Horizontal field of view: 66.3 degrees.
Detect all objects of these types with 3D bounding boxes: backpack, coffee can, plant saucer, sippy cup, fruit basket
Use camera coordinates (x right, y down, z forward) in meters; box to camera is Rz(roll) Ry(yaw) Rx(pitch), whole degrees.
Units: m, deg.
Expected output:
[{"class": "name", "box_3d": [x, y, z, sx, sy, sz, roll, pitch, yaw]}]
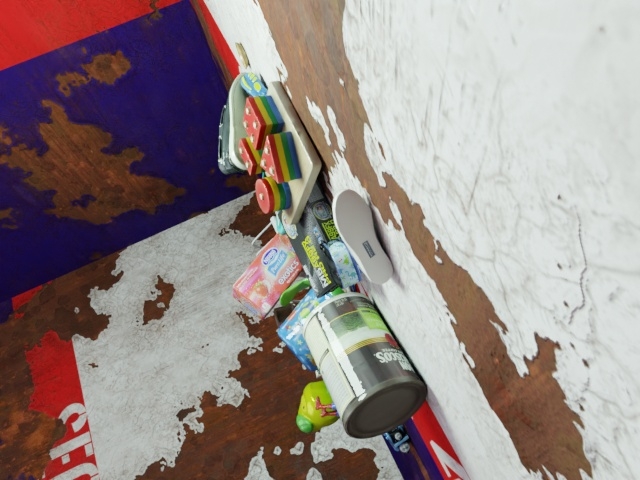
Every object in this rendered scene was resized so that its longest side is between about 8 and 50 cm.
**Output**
[{"class": "backpack", "box_3d": [0.057, 0.048, 1.100, 0.114, 0.084, 0.105, -124, 12, -74]}, {"class": "coffee can", "box_3d": [0.094, 0.289, 1.161, 0.202, 0.201, 0.275, 72, 171, -45]}, {"class": "plant saucer", "box_3d": [-0.239, -0.569, 1.504, 0.083, 0.015, 0.084, 156, 90, -83]}, {"class": "sippy cup", "box_3d": [0.001, 0.262, 1.475, 0.240, 0.224, 0.305, 51, 168, -18]}, {"class": "fruit basket", "box_3d": [0.041, 0.566, 1.902, 0.392, 0.391, 0.283, -133, 19, -70]}]

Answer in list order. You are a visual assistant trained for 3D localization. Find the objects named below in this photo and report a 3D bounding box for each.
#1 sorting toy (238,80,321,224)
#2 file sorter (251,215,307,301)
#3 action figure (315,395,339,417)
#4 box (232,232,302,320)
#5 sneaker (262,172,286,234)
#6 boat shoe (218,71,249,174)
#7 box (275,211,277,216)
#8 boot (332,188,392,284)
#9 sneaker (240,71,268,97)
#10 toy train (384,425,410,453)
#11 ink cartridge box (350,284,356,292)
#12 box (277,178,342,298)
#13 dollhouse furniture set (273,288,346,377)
[{"class": "sorting toy", "box_3d": [-0.116, -0.199, 1.192, 0.256, 0.089, 0.257, 64, 154, 21]}, {"class": "file sorter", "box_3d": [-0.123, 0.078, 1.912, 0.192, 0.173, 0.278, 15, -140, -51]}, {"class": "action figure", "box_3d": [0.131, 0.520, 1.659, 0.139, 0.280, 0.092, -77, -31, -43]}, {"class": "box", "box_3d": [-0.150, 0.101, 1.649, 0.142, 0.300, 0.154, 37, 159, 3]}, {"class": "sneaker", "box_3d": [-0.134, -0.149, 1.445, 0.107, 0.109, 0.276, 0, 100, 58]}, {"class": "boat shoe", "box_3d": [-0.239, -0.334, 1.419, 0.127, 0.113, 0.341, 20, -123, -42]}, {"class": "box", "box_3d": [-0.108, -0.091, 1.825, 0.087, 0.101, 0.102, 78, 166, -60]}, {"class": "boot", "box_3d": [0.064, -0.010, 0.892, 0.190, 0.069, 0.086, 66, 171, -19]}, {"class": "sneaker", "box_3d": [-0.159, -0.393, 1.376, 0.188, 0.067, 0.078, 61, -167, 24]}, {"class": "toy train", "box_3d": [0.285, 0.732, 1.831, 0.105, 0.080, 0.184, 56, 170, 5]}, {"class": "ink cartridge box", "box_3d": [0.000, 0.000, 1.499, 0.371, 0.069, 0.176, 59, 171, 30]}, {"class": "box", "box_3d": [-0.010, -0.001, 1.292, 0.270, 0.060, 0.216, 64, 154, 10]}, {"class": "dollhouse furniture set", "box_3d": [0.021, 0.365, 1.656, 0.198, 0.286, 0.304, 74, 180, -55]}]
